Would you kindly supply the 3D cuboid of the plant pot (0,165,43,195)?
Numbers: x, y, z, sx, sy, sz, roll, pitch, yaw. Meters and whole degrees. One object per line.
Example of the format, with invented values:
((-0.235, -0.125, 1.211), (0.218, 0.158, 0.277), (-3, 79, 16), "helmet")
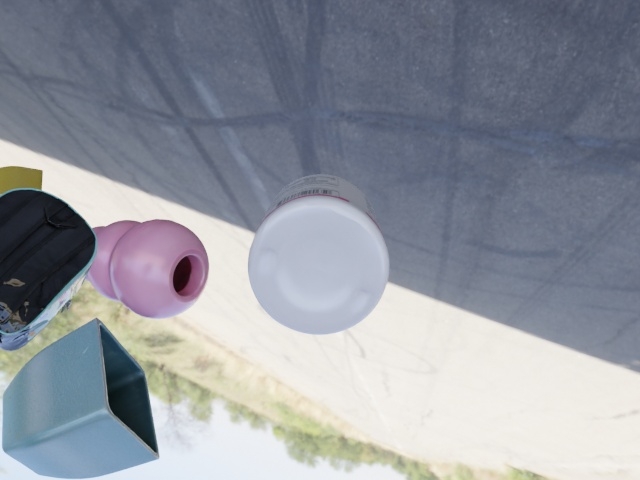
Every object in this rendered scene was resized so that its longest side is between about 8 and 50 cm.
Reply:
((-0.571, -0.092, 1.155), (0.081, 0.081, 0.083), (-18, 158, 33), "plant pot")

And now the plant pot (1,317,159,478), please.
((-0.526, 0.368, 1.348), (0.248, 0.252, 0.247), (70, 175, -48), "plant pot")

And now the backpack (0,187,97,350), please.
((-0.395, 0.032, 0.826), (0.166, 0.188, 0.144), (37, 151, -3), "backpack")

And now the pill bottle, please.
((0.000, 0.000, 0.825), (0.160, 0.160, 0.283), (24, -167, -4), "pill bottle")

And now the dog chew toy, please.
((-0.399, 0.048, 1.343), (0.331, 0.207, 0.206), (9, 160, 32), "dog chew toy")
